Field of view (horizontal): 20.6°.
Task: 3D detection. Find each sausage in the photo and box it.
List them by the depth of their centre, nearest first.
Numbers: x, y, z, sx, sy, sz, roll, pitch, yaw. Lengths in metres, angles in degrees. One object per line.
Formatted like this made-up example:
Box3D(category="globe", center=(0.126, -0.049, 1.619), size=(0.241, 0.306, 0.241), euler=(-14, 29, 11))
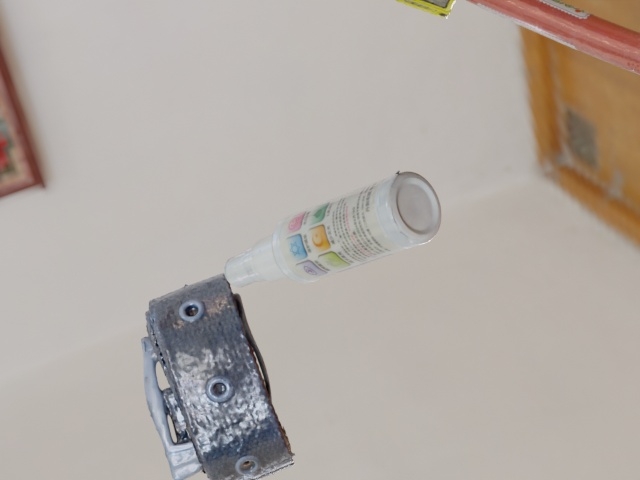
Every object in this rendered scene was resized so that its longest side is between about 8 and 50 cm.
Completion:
Box3D(category="sausage", center=(0.181, -0.184, 1.428), size=(0.253, 0.034, 0.034), euler=(28, 144, 25))

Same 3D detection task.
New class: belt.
Box3D(category="belt", center=(-0.117, 0.153, 1.817), size=(0.122, 0.128, 0.218), euler=(-138, 30, -88))

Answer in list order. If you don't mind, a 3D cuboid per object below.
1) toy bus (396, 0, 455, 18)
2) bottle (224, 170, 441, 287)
Box3D(category="toy bus", center=(0.120, -0.312, 1.571), size=(0.074, 0.081, 0.226), euler=(120, 171, -70))
Box3D(category="bottle", center=(0.000, 0.000, 1.381), size=(0.217, 0.060, 0.060), euler=(-19, 92, 44))
